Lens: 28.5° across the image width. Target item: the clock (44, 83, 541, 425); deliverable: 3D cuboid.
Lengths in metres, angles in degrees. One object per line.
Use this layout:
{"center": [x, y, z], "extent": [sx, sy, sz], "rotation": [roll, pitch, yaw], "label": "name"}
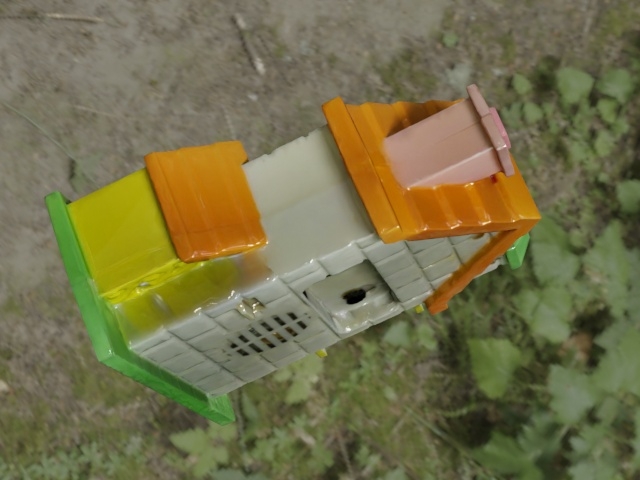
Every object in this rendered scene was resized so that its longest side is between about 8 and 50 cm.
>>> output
{"center": [0.000, 0.000, 0.781], "extent": [0.255, 0.106, 0.220], "rotation": [-25, 158, 5], "label": "clock"}
